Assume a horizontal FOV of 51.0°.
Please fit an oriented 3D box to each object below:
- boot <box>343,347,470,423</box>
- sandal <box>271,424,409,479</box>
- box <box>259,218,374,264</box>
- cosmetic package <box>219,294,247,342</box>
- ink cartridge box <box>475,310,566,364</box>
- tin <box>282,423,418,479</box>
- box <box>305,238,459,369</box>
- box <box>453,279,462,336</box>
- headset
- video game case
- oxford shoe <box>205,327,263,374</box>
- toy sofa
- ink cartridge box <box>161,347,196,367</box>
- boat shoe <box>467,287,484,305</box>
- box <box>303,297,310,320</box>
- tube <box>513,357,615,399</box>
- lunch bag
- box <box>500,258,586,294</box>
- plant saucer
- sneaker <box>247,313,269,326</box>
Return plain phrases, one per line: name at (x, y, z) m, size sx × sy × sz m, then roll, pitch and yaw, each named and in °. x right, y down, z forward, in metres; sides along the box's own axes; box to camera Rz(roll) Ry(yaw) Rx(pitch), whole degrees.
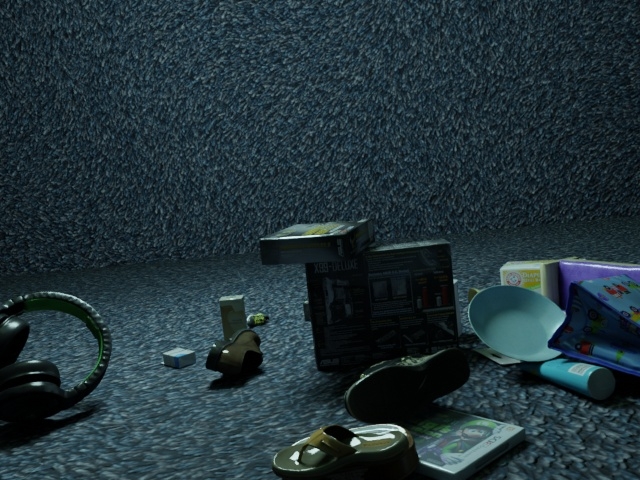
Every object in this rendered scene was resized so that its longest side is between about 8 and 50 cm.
boot at (0.108, 0.245, 1.106) m, size 0.236 × 0.085 × 0.179 m, roll -13°, pitch -8°, yaw -32°
sandal at (0.024, 0.266, 0.874) m, size 0.180 × 0.049 × 0.072 m, roll -12°, pitch 14°, yaw 5°
box at (0.000, 0.000, 1.400) m, size 0.183 × 0.056 × 0.231 m, roll -3°, pitch 8°, yaw 18°
cosmetic package at (-0.220, 0.200, 1.709) m, size 0.060 × 0.115 × 0.041 m, roll -7°, pitch 8°, yaw 2°
ink cartridge box at (0.427, 0.194, 1.373) m, size 0.198 × 0.067 × 0.115 m, roll -9°, pitch 8°, yaw -16°
tin at (0.037, 0.297, 0.917) m, size 0.190 × 0.040 × 0.106 m, roll -12°, pitch 10°, yaw 4°
box at (0.128, 0.134, 1.423) m, size 0.308 × 0.242 × 0.076 m, roll -7°, pitch 7°, yaw 0°
box at (0.231, 0.162, 1.552) m, size 0.171 × 0.130 × 0.091 m, roll -4°, pitch 7°, yaw 25°
headset at (-0.598, 0.256, 1.284) m, size 0.394 × 0.243 × 0.185 m, roll -27°, pitch -22°, yaw -42°
video game case at (0.172, 0.292, 0.988) m, size 0.173 × 0.022 × 0.190 m, roll -12°, pitch 9°, yaw -42°
oxford shoe at (-0.166, 0.253, 1.467) m, size 0.096 × 0.082 × 0.227 m, roll 18°, pitch 10°, yaw 10°
toy sofa at (0.624, 0.127, 1.415) m, size 0.177 × 0.150 × 0.363 m, roll -9°, pitch 7°, yaw -30°
ink cartridge box at (-0.334, 0.273, 1.568) m, size 0.083 × 0.028 × 0.048 m, roll 0°, pitch 9°, yaw 45°
boat shoe at (0.431, 0.159, 1.736) m, size 0.048 × 0.056 × 0.153 m, roll 2°, pitch 6°, yaw -16°
box at (-0.014, 0.189, 1.877) m, size 0.062 × 0.052 × 0.083 m, roll -6°, pitch 6°, yaw 3°
tube at (0.428, 0.231, 1.179) m, size 0.080 × 0.052 × 0.207 m, roll 0°, pitch 0°, yaw -13°
lunch bag at (0.584, 0.178, 1.142) m, size 0.221 × 0.138 × 0.293 m, roll -2°, pitch 22°, yaw -45°
box at (0.575, 0.112, 1.727) m, size 0.203 × 0.114 × 0.103 m, roll -4°, pitch 7°, yaw 27°
plant saucer at (0.376, 0.165, 1.284) m, size 0.195 × 0.037 × 0.195 m, roll 4°, pitch 41°, yaw -3°
sneaker at (-0.173, 0.218, 1.860) m, size 0.035 × 0.031 × 0.083 m, roll -2°, pitch 8°, yaw 29°
